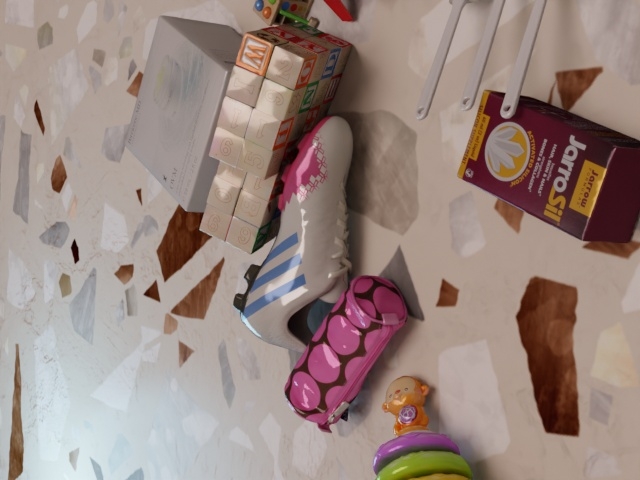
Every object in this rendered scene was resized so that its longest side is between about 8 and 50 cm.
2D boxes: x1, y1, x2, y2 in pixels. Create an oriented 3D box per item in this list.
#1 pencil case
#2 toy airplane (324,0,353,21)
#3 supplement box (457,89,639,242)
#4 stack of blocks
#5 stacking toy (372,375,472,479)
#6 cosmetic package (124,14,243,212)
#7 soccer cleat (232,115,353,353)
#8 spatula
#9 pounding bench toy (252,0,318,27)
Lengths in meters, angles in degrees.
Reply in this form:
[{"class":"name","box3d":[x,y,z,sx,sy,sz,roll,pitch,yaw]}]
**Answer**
[{"class":"pencil case","box3d":[0.035,0.148,1.332,0.209,0.095,0.098,-62,26,29]},{"class":"toy airplane","box3d":[0.012,-0.337,1.332,0.151,0.151,0.028,-12,43,51]},{"class":"supplement box","box3d":[0.246,-0.080,1.076,0.188,0.081,0.104,34,116,46]},{"class":"stack of blocks","box3d":[-0.071,-0.136,1.386,0.087,0.171,0.297,26,115,14]},{"class":"stacking toy","box3d":[0.122,0.286,1.197,0.175,0.166,0.302,-29,47,24]},{"class":"cosmetic package","box3d":[-0.171,-0.192,1.554,0.225,0.138,0.224,43,122,44]},{"class":"soccer cleat","box3d":[0.000,0.000,1.382,0.143,0.116,0.331,29,111,21]},{"class":"spatula","box3d":[0.189,-0.239,1.131,0.168,0.019,0.242,5,71,46]},{"class":"pounding bench toy","box3d":[-0.049,-0.329,1.456,0.083,0.065,0.052,50,127,39]}]
